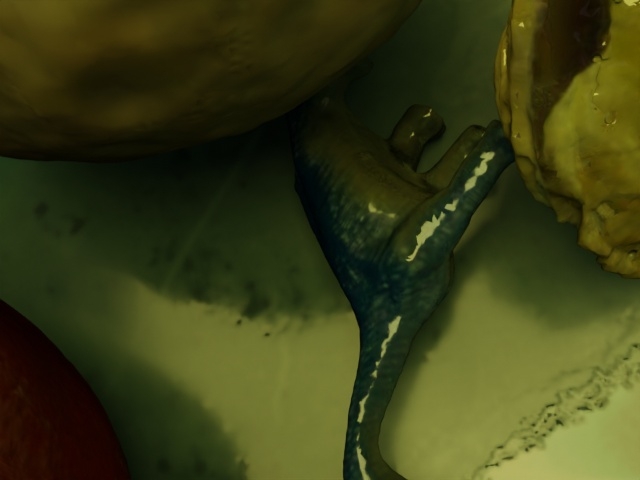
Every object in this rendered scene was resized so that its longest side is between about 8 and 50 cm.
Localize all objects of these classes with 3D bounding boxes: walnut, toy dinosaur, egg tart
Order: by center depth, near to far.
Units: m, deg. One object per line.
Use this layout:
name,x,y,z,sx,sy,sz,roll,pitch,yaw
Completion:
walnut,-0.096,-0.210,0.415,0.381,0.381,0.381,-2,75,7
egg tart,0.179,-0.087,0.436,0.241,0.241,0.106,-52,42,-7
toy dinosaur,0.000,0.000,0.514,0.247,0.075,0.188,35,87,28

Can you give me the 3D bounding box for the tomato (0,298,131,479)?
tomato,-0.234,0.126,0.391,0.325,0.293,0.290,23,74,32
